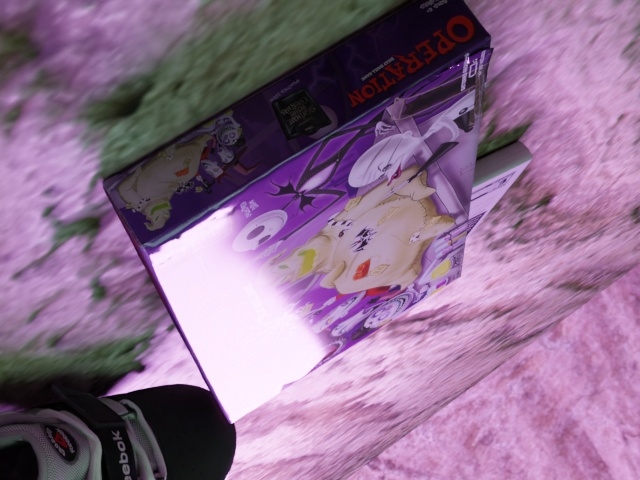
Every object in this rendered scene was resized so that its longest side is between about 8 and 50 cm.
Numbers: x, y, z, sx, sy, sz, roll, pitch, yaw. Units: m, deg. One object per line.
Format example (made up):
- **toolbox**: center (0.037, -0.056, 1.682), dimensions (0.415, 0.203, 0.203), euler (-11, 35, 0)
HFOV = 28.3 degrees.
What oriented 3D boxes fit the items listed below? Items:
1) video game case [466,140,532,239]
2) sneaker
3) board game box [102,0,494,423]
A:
- **video game case**: center (0.061, 0.004, 1.008), dimensions (0.190, 0.022, 0.173), euler (-26, 162, -31)
- **sneaker**: center (-0.166, 0.160, 0.821), dimensions (0.331, 0.122, 0.146), euler (-20, 161, -42)
- **board game box**: center (0.000, 0.000, 0.780), dimensions (0.208, 0.056, 0.347), euler (-28, 159, -7)
